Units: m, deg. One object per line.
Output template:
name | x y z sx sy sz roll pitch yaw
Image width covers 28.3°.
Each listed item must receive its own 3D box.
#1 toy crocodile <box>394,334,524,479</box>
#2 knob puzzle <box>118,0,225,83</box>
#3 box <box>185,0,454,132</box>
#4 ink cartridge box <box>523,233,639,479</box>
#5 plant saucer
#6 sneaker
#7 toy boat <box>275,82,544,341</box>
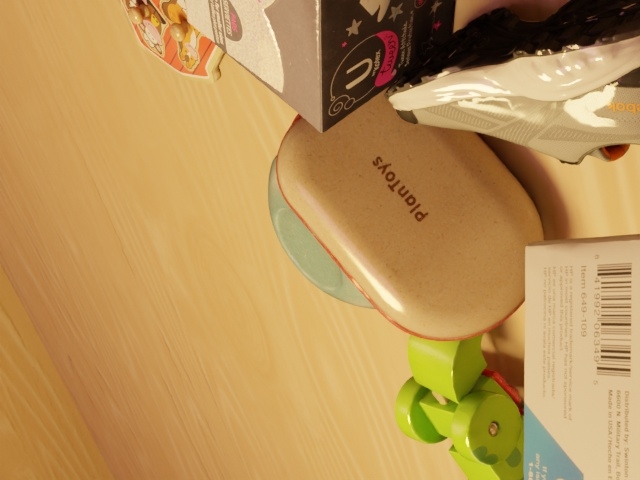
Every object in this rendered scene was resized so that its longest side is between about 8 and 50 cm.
toy crocodile | 0.173 0.205 1.196 0.115 0.105 0.340 9 135 57
knob puzzle | -0.171 -0.235 1.299 0.213 0.030 0.213 41 154 25
box | -0.006 -0.229 0.867 0.163 0.142 0.247 41 153 26
ink cartridge box | 0.263 0.095 0.659 0.270 0.197 0.198 -6 82 63
plant saucer | 0.000 0.000 1.296 0.195 0.037 0.195 41 154 25
sneaker | 0.139 -0.095 0.841 0.108 0.100 0.271 57 156 -20
toy boat | 0.078 -0.026 1.031 0.231 0.151 0.151 50 -174 8
